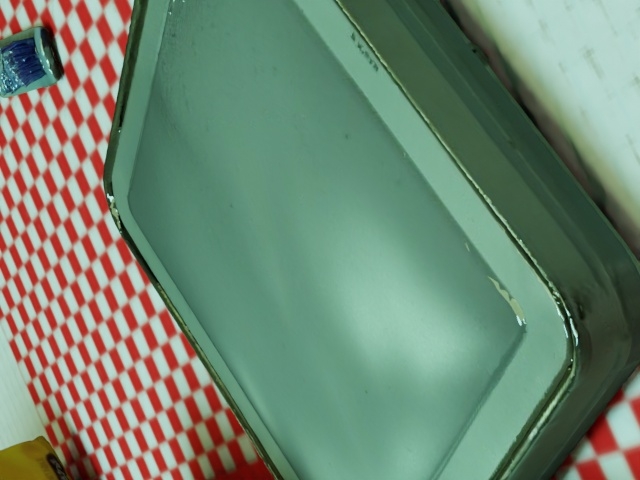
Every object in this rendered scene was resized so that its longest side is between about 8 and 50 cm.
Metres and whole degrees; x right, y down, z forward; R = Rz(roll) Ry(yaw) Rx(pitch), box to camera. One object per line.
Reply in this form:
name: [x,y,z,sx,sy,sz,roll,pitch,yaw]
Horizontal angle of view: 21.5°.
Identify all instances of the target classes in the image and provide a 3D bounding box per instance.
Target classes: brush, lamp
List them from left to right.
brush: [-0.193,-0.094,0.972,0.178,0.030,0.033,-3,116,60]
lamp: [0.000,0.000,0.675,0.269,0.047,0.266,56,149,23]

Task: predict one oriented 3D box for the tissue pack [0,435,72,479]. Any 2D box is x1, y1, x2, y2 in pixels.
tissue pack: [-0.190,0.368,1.067,0.382,0.228,0.293,55,147,22]
